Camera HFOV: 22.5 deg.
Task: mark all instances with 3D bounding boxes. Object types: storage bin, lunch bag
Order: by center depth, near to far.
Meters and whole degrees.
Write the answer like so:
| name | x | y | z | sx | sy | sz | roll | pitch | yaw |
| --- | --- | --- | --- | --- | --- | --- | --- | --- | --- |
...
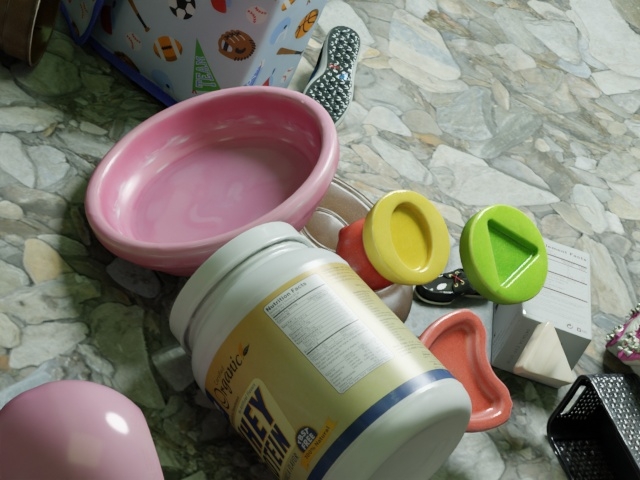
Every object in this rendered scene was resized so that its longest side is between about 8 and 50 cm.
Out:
| name | x | y | z | sx | sy | sz | roll | pitch | yaw |
| --- | --- | --- | --- | --- | --- | --- | --- | --- | --- |
| storage bin | 0.374 | 0.266 | 2.020 | 0.084 | 0.122 | 0.180 | 2 | 45 | -28 |
| lunch bag | -0.198 | -0.390 | 2.275 | 0.385 | 0.328 | 0.239 | 39 | 38 | 13 |

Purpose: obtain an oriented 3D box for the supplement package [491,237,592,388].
| name | x | y | z | sx | sy | sz | roll | pitch | yaw |
| --- | --- | --- | --- | --- | --- | --- | --- | --- | --- |
| supplement package | 0.301 | 0.093 | 2.188 | 0.105 | 0.105 | 0.179 | 19 | 38 | -7 |

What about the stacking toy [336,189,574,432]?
| name | x | y | z | sx | sy | sz | roll | pitch | yaw |
| --- | --- | --- | --- | --- | --- | --- | --- | --- | --- |
| stacking toy | 0.160 | 0.096 | 2.041 | 0.279 | 0.130 | 0.309 | -5 | 78 | -37 |

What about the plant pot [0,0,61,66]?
| name | x | y | z | sx | sy | sz | roll | pitch | yaw |
| --- | --- | --- | --- | --- | --- | --- | --- | --- | --- |
| plant pot | -0.453 | -0.341 | 2.213 | 0.165 | 0.167 | 0.167 | 16 | 39 | -2 |

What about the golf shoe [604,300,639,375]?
| name | x | y | z | sx | sy | sz | roll | pitch | yaw |
| --- | --- | --- | --- | --- | --- | --- | --- | --- | --- |
| golf shoe | 0.466 | 0.152 | 2.130 | 0.140 | 0.115 | 0.306 | 47 | 5 | 3 |

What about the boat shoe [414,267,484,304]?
| name | x | y | z | sx | sy | sz | roll | pitch | yaw |
| --- | --- | --- | --- | --- | --- | --- | --- | --- | --- |
| boat shoe | 0.188 | 0.058 | 2.216 | 0.133 | 0.042 | 0.049 | -5 | 50 | -32 |

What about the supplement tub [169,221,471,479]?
| name | x | y | z | sx | sy | sz | roll | pitch | yaw |
| --- | --- | --- | --- | --- | --- | --- | --- | --- | --- |
| supplement tub | -0.005 | 0.153 | 1.846 | 0.228 | 0.228 | 0.316 | -20 | 57 | -43 |

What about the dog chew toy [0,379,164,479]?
| name | x | y | z | sx | sy | sz | roll | pitch | yaw |
| --- | --- | --- | --- | --- | --- | --- | --- | --- | --- |
| dog chew toy | -0.318 | 0.258 | 1.535 | 0.331 | 0.207 | 0.207 | -15 | 51 | -12 |

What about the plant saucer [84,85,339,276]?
| name | x | y | z | sx | sy | sz | roll | pitch | yaw |
| --- | --- | --- | --- | --- | --- | --- | --- | --- | --- |
| plant saucer | -0.131 | -0.067 | 2.036 | 0.332 | 0.084 | 0.332 | -12 | 39 | 10 |

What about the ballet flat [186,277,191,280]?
| name | x | y | z | sx | sy | sz | roll | pitch | yaw |
| --- | --- | --- | --- | --- | --- | --- | --- | --- | --- |
| ballet flat | -0.138 | 0.024 | 2.071 | 0.114 | 0.041 | 0.041 | -16 | 55 | -43 |

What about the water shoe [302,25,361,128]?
| name | x | y | z | sx | sy | sz | roll | pitch | yaw |
| --- | --- | --- | --- | --- | --- | --- | --- | --- | --- |
| water shoe | 0.015 | -0.225 | 2.417 | 0.073 | 0.080 | 0.203 | 22 | 63 | -2 |

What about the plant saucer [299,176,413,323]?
| name | x | y | z | sx | sy | sz | roll | pitch | yaw |
| --- | --- | --- | --- | --- | --- | --- | --- | --- | --- |
| plant saucer | 0.000 | 0.000 | 2.133 | 0.310 | 0.050 | 0.311 | 23 | 36 | -18 |
